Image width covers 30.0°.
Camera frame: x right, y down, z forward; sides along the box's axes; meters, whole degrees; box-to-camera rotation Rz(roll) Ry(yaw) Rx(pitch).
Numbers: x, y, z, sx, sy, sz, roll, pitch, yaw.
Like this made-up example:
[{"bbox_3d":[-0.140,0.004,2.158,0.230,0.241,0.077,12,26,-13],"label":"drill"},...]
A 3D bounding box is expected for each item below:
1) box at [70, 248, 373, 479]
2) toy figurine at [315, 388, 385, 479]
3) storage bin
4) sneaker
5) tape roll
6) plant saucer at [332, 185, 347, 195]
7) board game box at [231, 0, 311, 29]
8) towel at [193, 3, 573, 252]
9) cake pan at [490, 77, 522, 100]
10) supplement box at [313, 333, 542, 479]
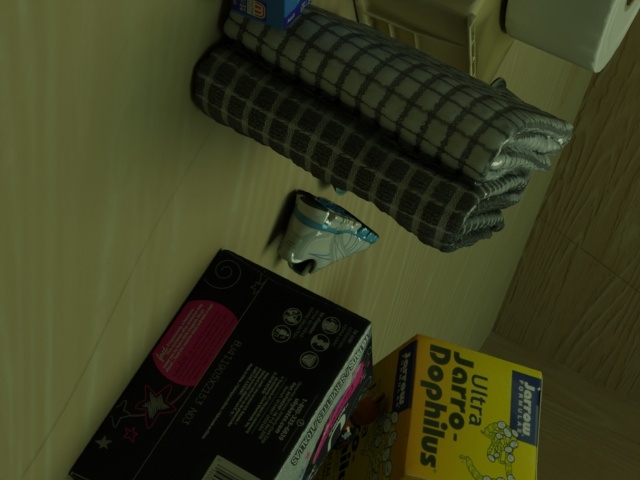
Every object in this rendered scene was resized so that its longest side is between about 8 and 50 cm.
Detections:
[{"bbox_3d":[-0.077,0.166,1.076,0.247,0.163,0.142,-57,163,-22],"label":"box"},{"bbox_3d":[-0.022,0.260,1.476,0.209,0.148,0.213,-65,165,7],"label":"toy figurine"},{"bbox_3d":[0.155,-0.285,1.193,0.262,0.123,0.260,-61,166,-12],"label":"storage bin"},{"bbox_3d":[0.000,0.000,1.281,0.083,0.071,0.190,-59,158,6],"label":"sneaker"},{"bbox_3d":[0.285,-0.311,1.156,0.286,0.100,0.286,-56,164,-26],"label":"tape roll"},{"bbox_3d":[0.038,-0.107,1.294,0.119,0.021,0.119,-57,165,-24],"label":"plant saucer"},{"bbox_3d":[-0.001,-0.269,0.785,0.160,0.047,0.210,-53,157,-36],"label":"board game box"},{"bbox_3d":[0.055,-0.092,0.951,0.121,0.235,0.283,-64,165,12],"label":"towel"},{"bbox_3d":[0.266,-0.129,2.008,0.293,0.054,0.293,-57,165,-25],"label":"cake pan"},{"bbox_3d":[0.126,0.296,1.638,0.356,0.195,0.194,135,-32,-55],"label":"supplement box"}]
